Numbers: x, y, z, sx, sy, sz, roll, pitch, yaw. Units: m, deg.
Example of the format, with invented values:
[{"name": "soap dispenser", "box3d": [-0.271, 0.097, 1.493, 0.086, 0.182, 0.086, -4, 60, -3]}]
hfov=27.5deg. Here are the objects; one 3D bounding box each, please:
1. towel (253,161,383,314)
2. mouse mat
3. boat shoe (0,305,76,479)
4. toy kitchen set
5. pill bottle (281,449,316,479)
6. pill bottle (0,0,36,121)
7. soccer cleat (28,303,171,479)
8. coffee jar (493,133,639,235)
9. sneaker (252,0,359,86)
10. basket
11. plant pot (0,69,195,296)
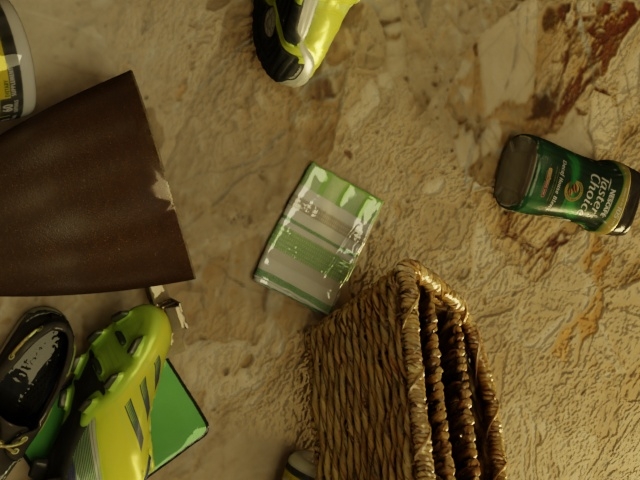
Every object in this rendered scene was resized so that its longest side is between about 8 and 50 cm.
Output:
[{"name": "towel", "box3d": [0.000, 0.000, 1.501, 0.113, 0.023, 0.152, 28, 88, -29]}, {"name": "mouse mat", "box3d": [-0.230, 0.208, 1.439, 0.189, 0.007, 0.153, -35, 114, -17]}, {"name": "boat shoe", "box3d": [-0.324, 0.176, 1.347, 0.081, 0.068, 0.228, 27, 88, -23]}, {"name": "toy kitchen set", "box3d": [-0.187, 0.092, 1.396, 0.075, 0.068, 0.083, -20, 102, -20]}, {"name": "pill bottle", "box3d": [-0.014, 0.346, 1.522, 0.103, 0.103, 0.184, 17, 93, -29]}, {"name": "pill bottle", "box3d": [-0.383, -0.153, 1.221, 0.208, 0.119, 0.119, -16, 108, -23]}, {"name": "soccer cleat", "box3d": [-0.216, 0.197, 1.378, 0.121, 0.093, 0.289, 18, 104, -35]}, {"name": "coffee jar", "box3d": [0.310, -0.065, 1.611, 0.184, 0.079, 0.096, 13, 95, -29]}, {"name": "sneaker", "box3d": [0.043, -0.340, 1.382, 0.147, 0.145, 0.385, 18, 94, -28]}, {"name": "basket", "box3d": [0.129, 0.201, 1.429, 0.213, 0.223, 0.299, 11, 60, -29]}, {"name": "plant pot", "box3d": [-0.263, -0.030, 1.276, 0.230, 0.215, 0.215, -18, 109, -7]}]
